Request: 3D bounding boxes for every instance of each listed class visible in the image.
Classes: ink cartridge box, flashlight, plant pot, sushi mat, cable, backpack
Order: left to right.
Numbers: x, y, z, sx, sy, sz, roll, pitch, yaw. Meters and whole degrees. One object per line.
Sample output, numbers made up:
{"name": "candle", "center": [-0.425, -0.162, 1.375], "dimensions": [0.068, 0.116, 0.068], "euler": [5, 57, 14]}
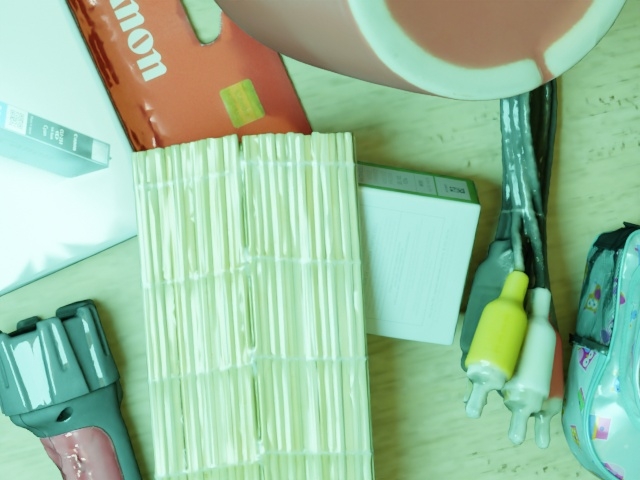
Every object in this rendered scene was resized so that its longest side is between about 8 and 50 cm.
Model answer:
{"name": "ink cartridge box", "center": [-0.174, -0.145, 1.282], "dimensions": [0.261, 0.066, 0.296], "euler": [-24, 94, -2]}
{"name": "flashlight", "center": [-0.160, 0.201, 1.279], "dimensions": [0.103, 0.103, 0.304], "euler": [-18, 95, -9]}
{"name": "sushi mat", "center": [-0.042, 0.085, 1.241], "dimensions": [0.151, 0.019, 0.316], "euler": [-4, 95, -2]}
{"name": "ink cartridge box", "center": [0.000, 0.000, 1.290], "dimensions": [0.209, 0.062, 0.109], "euler": [8, 110, -5]}
{"name": "plant pot", "center": [0.068, -0.213, 1.173], "dimensions": [0.275, 0.243, 0.275], "euler": [-6, 110, -17]}
{"name": "cable", "center": [0.157, 0.007, 1.301], "dimensions": [0.072, 0.139, 0.287], "euler": [5, 75, 35]}
{"name": "backpack", "center": [0.259, 0.096, 1.292], "dimensions": [0.166, 0.144, 0.188], "euler": [15, 94, -11]}
